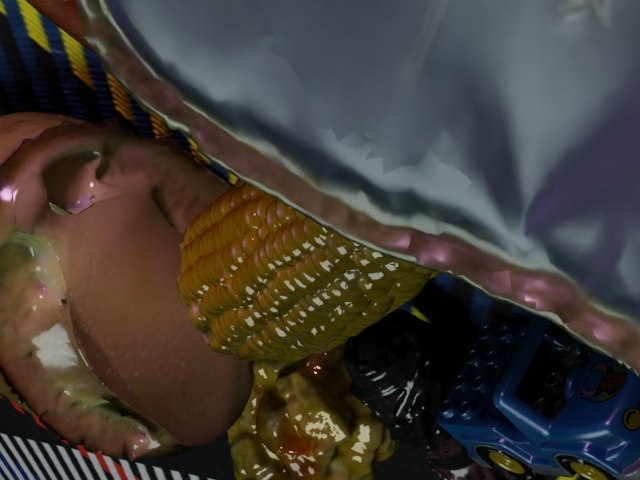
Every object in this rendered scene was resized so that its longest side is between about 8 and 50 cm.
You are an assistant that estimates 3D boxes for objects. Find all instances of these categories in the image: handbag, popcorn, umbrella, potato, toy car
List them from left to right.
[{"bbox_3d":[-0.190,0.018,1.299,0.242,0.242,0.285,7,158,46],"label":"potato"},{"bbox_3d":[-0.007,0.139,1.452,0.140,0.163,0.194,1,140,-27],"label":"popcorn"},{"bbox_3d":[0.115,0.150,1.359,0.326,0.094,0.090,46,-168,-47],"label":"umbrella"},{"bbox_3d":[0.152,0.098,1.187,0.100,0.097,0.191,40,157,-28],"label":"toy car"},{"bbox_3d":[0.091,-0.131,0.377,0.222,0.241,0.263,28,121,12],"label":"handbag"}]

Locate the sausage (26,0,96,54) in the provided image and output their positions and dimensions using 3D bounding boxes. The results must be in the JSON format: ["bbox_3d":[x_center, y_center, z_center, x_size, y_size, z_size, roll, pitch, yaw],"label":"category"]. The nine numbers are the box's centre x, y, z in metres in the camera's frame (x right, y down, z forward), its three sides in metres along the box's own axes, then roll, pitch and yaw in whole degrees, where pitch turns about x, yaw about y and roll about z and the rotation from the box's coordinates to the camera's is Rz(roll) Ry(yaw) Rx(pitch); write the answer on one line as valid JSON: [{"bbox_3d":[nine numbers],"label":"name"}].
[{"bbox_3d":[-0.112,-0.144,0.965,0.089,0.083,0.300,10,156,48],"label":"sausage"}]

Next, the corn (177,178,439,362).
[{"bbox_3d":[0.000,0.000,1.110,0.130,0.130,0.347,33,156,-13],"label":"corn"}]
